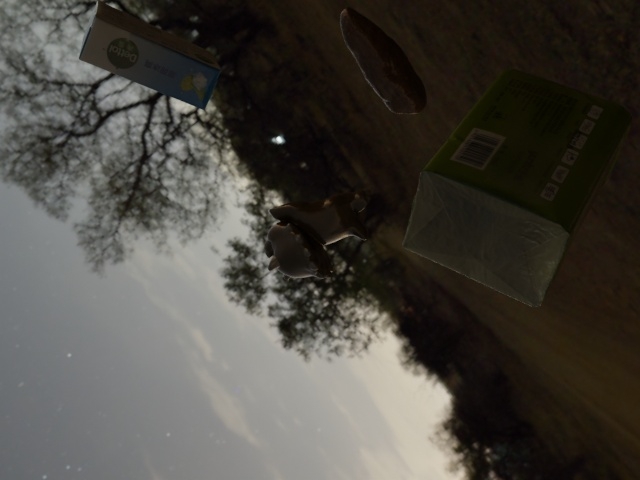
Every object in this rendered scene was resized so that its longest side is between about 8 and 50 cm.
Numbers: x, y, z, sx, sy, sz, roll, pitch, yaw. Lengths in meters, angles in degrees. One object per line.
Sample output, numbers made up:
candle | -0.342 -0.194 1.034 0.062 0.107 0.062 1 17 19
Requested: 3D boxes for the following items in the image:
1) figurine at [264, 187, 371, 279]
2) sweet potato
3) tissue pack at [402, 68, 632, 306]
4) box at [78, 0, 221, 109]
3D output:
figurine | -0.004 0.002 1.601 0.177 0.247 0.172 90 172 -74
sweet potato | 0.118 -0.352 1.433 0.251 0.097 0.097 46 -174 -21
tissue pack | 0.268 -0.081 0.977 0.200 0.274 0.167 26 140 19
box | -0.260 -0.283 1.102 0.194 0.073 0.139 20 -161 -23
